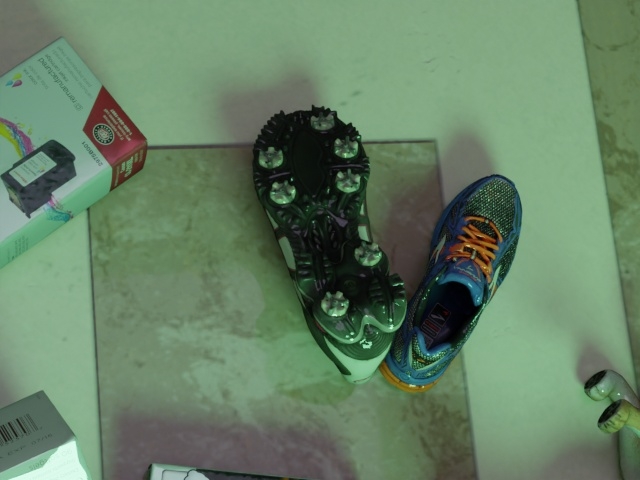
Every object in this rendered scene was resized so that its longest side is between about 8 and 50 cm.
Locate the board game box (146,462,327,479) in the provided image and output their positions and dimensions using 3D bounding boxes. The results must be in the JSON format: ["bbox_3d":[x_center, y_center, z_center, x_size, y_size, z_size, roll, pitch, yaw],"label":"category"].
[{"bbox_3d":[-0.062,0.345,1.186,0.193,0.053,0.305,7,73,-9],"label":"board game box"}]

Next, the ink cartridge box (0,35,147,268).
[{"bbox_3d":[-0.259,-0.073,1.258,0.175,0.072,0.127,-38,85,-19],"label":"ink cartridge box"}]

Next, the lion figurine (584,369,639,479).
[{"bbox_3d":[0.273,0.284,1.232,0.240,0.142,0.392,45,66,-4],"label":"lion figurine"}]

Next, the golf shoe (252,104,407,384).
[{"bbox_3d":[0.000,0.000,1.282,0.105,0.120,0.273,-8,53,-7],"label":"golf shoe"}]

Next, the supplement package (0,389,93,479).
[{"bbox_3d":[-0.221,0.229,1.120,0.105,0.105,0.179,-25,114,-18],"label":"supplement package"}]

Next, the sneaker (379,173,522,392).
[{"bbox_3d":[0.130,0.035,1.299,0.083,0.087,0.221,26,71,-4],"label":"sneaker"}]
